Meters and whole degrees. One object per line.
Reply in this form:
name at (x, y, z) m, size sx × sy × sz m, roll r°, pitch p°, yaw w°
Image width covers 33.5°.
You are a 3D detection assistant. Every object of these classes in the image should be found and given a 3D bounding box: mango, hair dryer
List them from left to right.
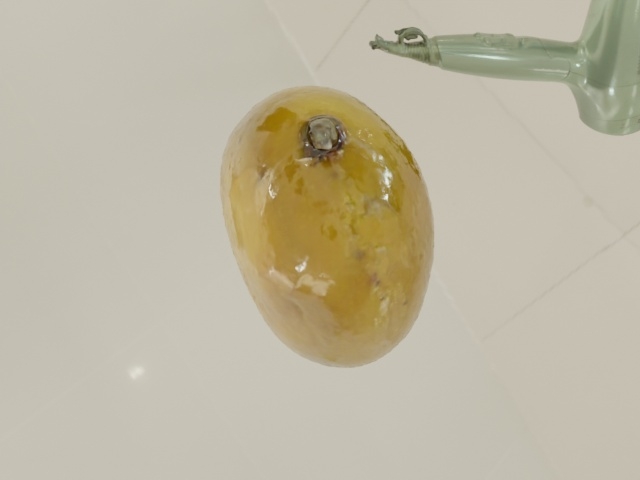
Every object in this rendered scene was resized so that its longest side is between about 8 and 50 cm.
mango at (0.000, 0.000, 0.705) m, size 0.176 × 0.119 × 0.317 m, roll 62°, pitch 171°, yaw 12°
hair dryer at (0.154, -0.175, 0.799) m, size 0.237 × 0.075 × 0.206 m, roll -5°, pitch 126°, yaw -2°
